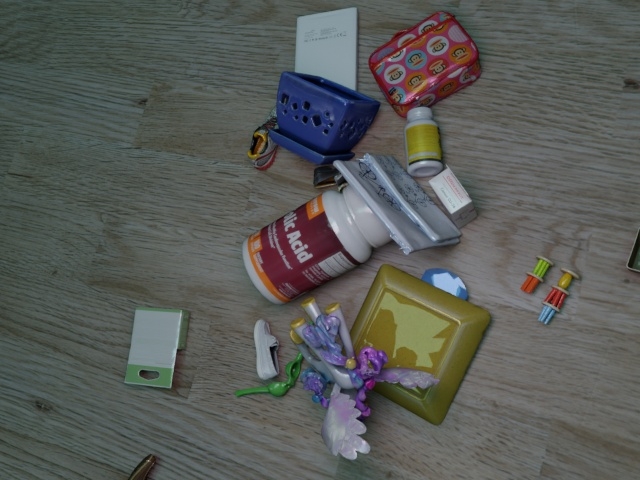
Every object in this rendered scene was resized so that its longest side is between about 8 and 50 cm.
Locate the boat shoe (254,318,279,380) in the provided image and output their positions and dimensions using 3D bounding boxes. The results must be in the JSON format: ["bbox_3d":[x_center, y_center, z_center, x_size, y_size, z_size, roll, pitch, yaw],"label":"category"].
[{"bbox_3d":[-0.148,0.305,1.821,0.063,0.066,0.184,-19,49,17],"label":"boat shoe"}]

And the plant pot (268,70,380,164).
[{"bbox_3d":[0.002,-0.348,1.859,0.236,0.236,0.212,30,112,21],"label":"plant pot"}]

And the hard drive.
[{"bbox_3d":[0.019,-0.581,2.030,0.203,0.040,0.307,-3,75,18],"label":"hard drive"}]

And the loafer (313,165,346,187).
[{"bbox_3d":[0.058,-0.186,1.896,0.170,0.062,0.061,-6,57,27],"label":"loafer"}]

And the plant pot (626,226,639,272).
[{"bbox_3d":[0.814,0.042,1.560,0.109,0.096,0.109,19,83,23],"label":"plant pot"}]

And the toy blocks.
[{"bbox_3d":[0.573,0.128,1.644,0.123,0.054,0.148,30,87,23],"label":"toy blocks"}]

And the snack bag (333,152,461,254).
[{"bbox_3d":[0.207,-0.107,1.677,0.037,0.343,0.323,-47,70,28],"label":"snack bag"}]

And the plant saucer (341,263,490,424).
[{"bbox_3d":[0.229,0.269,1.693,0.333,0.081,0.332,25,91,22],"label":"plant saucer"}]

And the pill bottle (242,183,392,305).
[{"bbox_3d":[0.000,0.000,1.760,0.392,0.224,0.224,-30,68,17],"label":"pill bottle"}]

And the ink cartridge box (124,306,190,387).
[{"bbox_3d":[-0.500,0.325,1.961,0.171,0.056,0.235,1,79,20],"label":"ink cartridge box"}]

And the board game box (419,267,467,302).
[{"bbox_3d":[0.319,0.161,1.735,0.133,0.033,0.168,31,95,22],"label":"board game box"}]

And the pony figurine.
[{"bbox_3d":[0.070,0.328,1.567,0.303,0.351,0.363,-31,99,-18],"label":"pony figurine"}]

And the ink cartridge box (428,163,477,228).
[{"bbox_3d":[0.352,-0.116,1.705,0.067,0.198,0.115,-34,67,7],"label":"ink cartridge box"}]

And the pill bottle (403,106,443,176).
[{"bbox_3d":[0.291,-0.281,1.822,0.103,0.103,0.184,-8,74,17],"label":"pill bottle"}]

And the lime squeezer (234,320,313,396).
[{"bbox_3d":[-0.104,0.373,1.822,0.310,0.059,0.110,-44,37,5],"label":"lime squeezer"}]

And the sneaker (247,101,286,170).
[{"bbox_3d":[-0.156,-0.333,1.996,0.088,0.093,0.225,20,82,23],"label":"sneaker"}]

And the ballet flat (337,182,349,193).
[{"bbox_3d":[0.155,-0.120,1.841,0.241,0.077,0.091,6,77,20],"label":"ballet flat"}]

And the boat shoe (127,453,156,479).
[{"bbox_3d":[-0.533,0.706,1.873,0.060,0.064,0.178,37,91,-7],"label":"boat shoe"}]

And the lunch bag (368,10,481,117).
[{"bbox_3d":[0.298,-0.530,1.885,0.293,0.120,0.258,-31,64,7],"label":"lunch bag"}]
